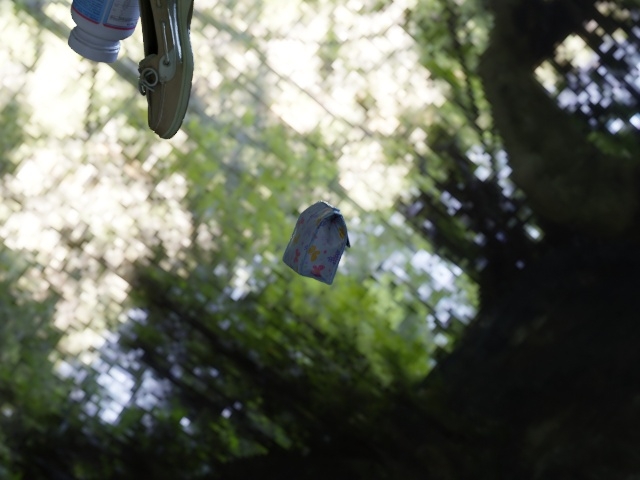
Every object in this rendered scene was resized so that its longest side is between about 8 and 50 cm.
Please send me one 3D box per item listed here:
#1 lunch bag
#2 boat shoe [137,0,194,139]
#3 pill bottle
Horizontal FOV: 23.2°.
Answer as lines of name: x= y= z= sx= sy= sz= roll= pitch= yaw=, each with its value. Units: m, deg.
lunch bag: x=0.000 y=0.000 z=1.740 sx=0.083 sy=0.053 sz=0.071 roll=-71 pitch=-159 yaw=5
boat shoe: x=-0.129 y=-0.156 z=1.229 sx=0.056 sy=0.048 sz=0.153 roll=177 pitch=-82 yaw=-66
pill bottle: x=-0.263 y=-0.308 z=1.952 sx=0.087 sy=0.087 sz=0.160 roll=-105 pitch=-145 yaw=-60
